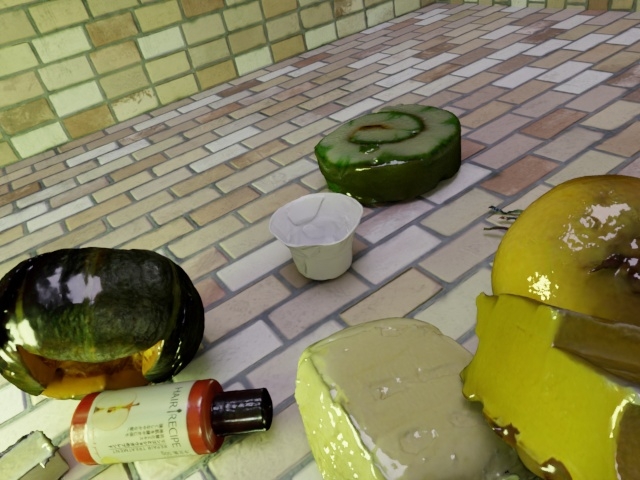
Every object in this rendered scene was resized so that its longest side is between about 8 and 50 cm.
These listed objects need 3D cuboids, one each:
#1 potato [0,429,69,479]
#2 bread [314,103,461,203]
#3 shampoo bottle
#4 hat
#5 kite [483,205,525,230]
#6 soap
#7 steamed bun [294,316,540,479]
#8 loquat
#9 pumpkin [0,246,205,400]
[{"bbox_3d":[-0.439,0.345,0.682,0.086,0.061,0.122,19,45,37],"label":"potato"},{"bbox_3d":[0.179,-0.243,1.228,0.366,0.129,0.382,0,37,18],"label":"bread"},{"bbox_3d":[-0.208,0.260,0.685,0.278,0.104,0.104,-9,36,6],"label":"shampoo bottle"},{"bbox_3d":[0.000,0.000,0.955,0.203,0.126,0.203,-9,36,6],"label":"hat"},{"bbox_3d":[0.483,-0.026,0.917,0.310,0.015,0.169,4,31,23],"label":"kite"},{"bbox_3d":[0.309,0.153,0.429,0.281,0.143,0.259,14,5,-8],"label":"soap"},{"bbox_3d":[0.106,0.231,0.582,0.232,0.166,0.273,-12,39,-28],"label":"steamed bun"},{"bbox_3d":[0.387,0.045,0.649,0.275,0.274,0.275,-9,36,6],"label":"loquat"},{"bbox_3d":[-0.345,0.133,0.744,0.320,0.320,0.192,-13,57,0],"label":"pumpkin"}]
